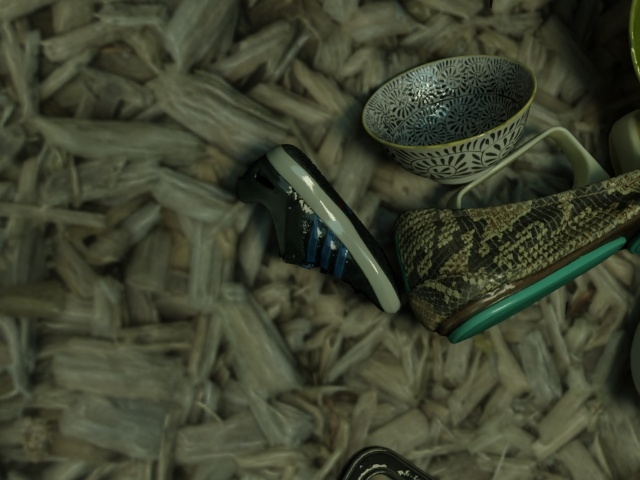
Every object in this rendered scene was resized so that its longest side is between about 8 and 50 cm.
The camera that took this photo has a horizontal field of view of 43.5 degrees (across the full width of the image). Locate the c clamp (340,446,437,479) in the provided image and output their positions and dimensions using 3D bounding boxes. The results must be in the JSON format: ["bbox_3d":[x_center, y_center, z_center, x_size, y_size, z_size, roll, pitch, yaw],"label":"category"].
[{"bbox_3d":[0.062,0.287,0.820,0.161,0.022,0.137,30,76,-12],"label":"c clamp"}]

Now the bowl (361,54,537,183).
[{"bbox_3d":[0.132,-0.108,0.795,0.170,0.170,0.080,-30,126,-15],"label":"bowl"}]

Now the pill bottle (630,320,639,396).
[{"bbox_3d":[0.521,0.166,0.862,0.334,0.188,0.187,26,82,-16],"label":"pill bottle"}]

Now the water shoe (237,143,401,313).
[{"bbox_3d":[0.000,0.000,0.793,0.080,0.073,0.203,-36,99,13],"label":"water shoe"}]

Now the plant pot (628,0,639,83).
[{"bbox_3d":[0.486,-0.248,0.814,0.293,0.275,0.274,-38,101,-51],"label":"plant pot"}]

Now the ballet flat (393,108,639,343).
[{"bbox_3d":[0.298,-0.046,0.837,0.483,0.164,0.182,-16,70,-14],"label":"ballet flat"}]
